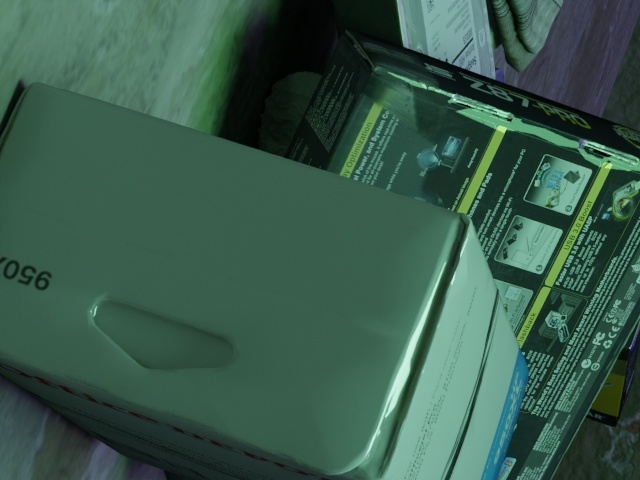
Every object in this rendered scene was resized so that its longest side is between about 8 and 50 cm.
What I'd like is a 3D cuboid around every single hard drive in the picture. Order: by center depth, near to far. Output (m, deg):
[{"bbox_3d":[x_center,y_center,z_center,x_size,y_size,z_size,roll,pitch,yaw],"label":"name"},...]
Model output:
[{"bbox_3d":[0.077,-0.211,1.600,0.237,0.064,0.339,-50,136,-59],"label":"hard drive"}]

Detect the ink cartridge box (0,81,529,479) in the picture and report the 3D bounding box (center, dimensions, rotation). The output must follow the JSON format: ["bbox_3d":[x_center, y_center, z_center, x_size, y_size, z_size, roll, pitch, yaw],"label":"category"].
[{"bbox_3d":[-0.035,0.071,1.227,0.395,0.285,0.166,57,52,-71],"label":"ink cartridge box"}]

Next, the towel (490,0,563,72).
[{"bbox_3d":[0.237,-0.345,1.807,0.324,0.056,0.312,56,54,-73],"label":"towel"}]

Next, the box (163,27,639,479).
[{"bbox_3d":[0.086,0.063,1.542,0.395,0.318,0.097,-65,-154,19],"label":"box"}]

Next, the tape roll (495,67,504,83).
[{"bbox_3d":[0.145,-0.118,2.202,0.189,0.080,0.189,17,90,-77],"label":"tape roll"}]

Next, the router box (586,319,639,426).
[{"bbox_3d":[0.251,0.110,2.427,0.243,0.309,0.081,81,30,-61],"label":"router box"}]

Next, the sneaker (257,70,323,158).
[{"bbox_3d":[0.001,0.000,1.650,0.146,0.102,0.293,-9,117,-60],"label":"sneaker"}]

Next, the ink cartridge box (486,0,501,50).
[{"bbox_3d":[0.176,-0.380,1.894,0.207,0.119,0.353,-43,149,-64],"label":"ink cartridge box"}]
